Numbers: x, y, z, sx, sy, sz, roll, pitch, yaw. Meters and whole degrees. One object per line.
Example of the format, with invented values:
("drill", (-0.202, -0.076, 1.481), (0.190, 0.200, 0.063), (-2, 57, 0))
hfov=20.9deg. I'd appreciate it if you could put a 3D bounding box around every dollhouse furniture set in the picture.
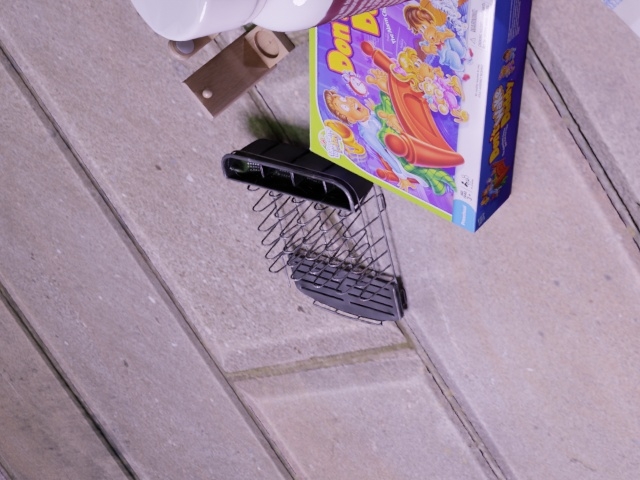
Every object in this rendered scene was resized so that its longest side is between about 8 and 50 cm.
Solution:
("dollhouse furniture set", (-0.100, -0.251, 2.000), (0.144, 0.123, 0.151), (51, 145, -6))

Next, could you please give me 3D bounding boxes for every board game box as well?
("board game box", (0.102, -0.199, 1.879), (0.233, 0.078, 0.347), (28, 141, 25))

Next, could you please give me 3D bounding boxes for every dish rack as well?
("dish rack", (0.000, 0.000, 2.189), (0.208, 0.074, 0.271), (17, 136, 37))

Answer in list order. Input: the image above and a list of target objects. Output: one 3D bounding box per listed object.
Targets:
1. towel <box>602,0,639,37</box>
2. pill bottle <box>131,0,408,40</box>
("towel", (0.287, -0.312, 1.611), (0.285, 0.034, 0.209), (47, 148, 3))
("pill bottle", (0.022, -0.312, 1.536), (0.224, 0.392, 0.224), (38, 137, 45))
